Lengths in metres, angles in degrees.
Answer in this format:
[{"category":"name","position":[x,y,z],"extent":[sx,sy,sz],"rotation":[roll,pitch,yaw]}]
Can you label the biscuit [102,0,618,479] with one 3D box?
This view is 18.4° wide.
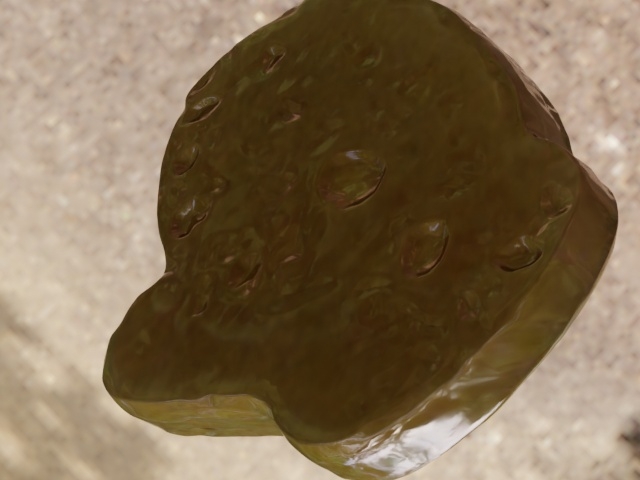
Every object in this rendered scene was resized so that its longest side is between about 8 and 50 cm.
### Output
[{"category":"biscuit","position":[0.001,0.001,0.440],"extent":[0.023,0.118,0.140],"rotation":[40,-164,-39]}]
